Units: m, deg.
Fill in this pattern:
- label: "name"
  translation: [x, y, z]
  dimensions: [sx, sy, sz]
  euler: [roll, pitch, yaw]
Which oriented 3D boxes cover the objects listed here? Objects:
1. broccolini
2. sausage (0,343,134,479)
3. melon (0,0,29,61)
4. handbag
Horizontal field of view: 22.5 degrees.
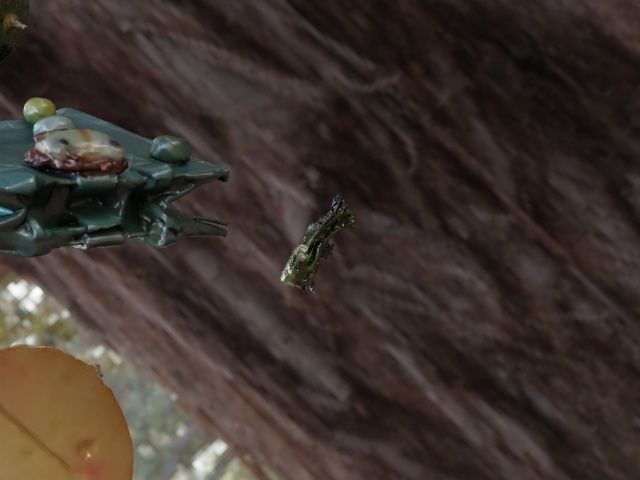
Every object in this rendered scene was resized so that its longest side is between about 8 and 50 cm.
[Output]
- label: "broccolini"
  translation: [-0.001, 0.001, 1.911]
  dimensions: [0.271, 0.062, 0.123]
  euler: [-6, -66, -86]
- label: "sausage"
  translation: [-0.360, 0.237, 1.685]
  dimensions: [0.233, 0.233, 0.287]
  euler: [-39, 12, -34]
- label: "melon"
  translation: [-0.285, -0.179, 1.187]
  dimensions: [0.114, 0.167, 0.114]
  euler: [-47, -31, -41]
- label: "handbag"
  translation: [-0.249, -0.058, 1.290]
  dimensions: [0.269, 0.274, 0.100]
  euler: [-4, -79, -42]
